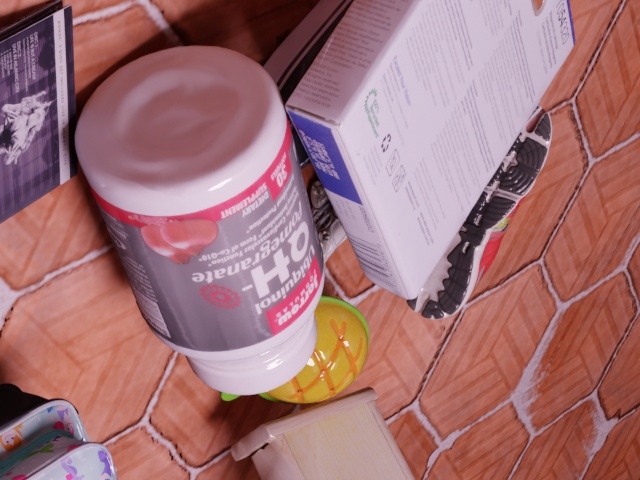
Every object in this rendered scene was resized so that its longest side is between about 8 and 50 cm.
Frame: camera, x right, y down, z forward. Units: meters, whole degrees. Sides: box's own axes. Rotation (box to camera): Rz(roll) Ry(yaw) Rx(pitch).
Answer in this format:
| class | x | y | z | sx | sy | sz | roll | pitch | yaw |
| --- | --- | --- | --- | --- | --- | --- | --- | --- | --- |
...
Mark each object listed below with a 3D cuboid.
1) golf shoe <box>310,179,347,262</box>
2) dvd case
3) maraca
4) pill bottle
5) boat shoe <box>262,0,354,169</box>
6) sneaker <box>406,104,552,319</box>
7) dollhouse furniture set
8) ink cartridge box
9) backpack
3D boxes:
| class | x | y | z | sx | sy | sz | roll | pitch | yaw |
| --- | --- | --- | --- | --- | --- | --- | --- | --- | --- |
| golf shoe | 0.000 | 0.000 | 1.643 | 0.176 | 0.069 | 0.086 | -52 | 153 | -3 |
| dvd case | -0.269 | -0.073 | 1.232 | 0.221 | 0.018 | 0.164 | -39 | 144 | -43 |
| maraca | -0.033 | 0.116 | 1.678 | 0.186 | 0.099 | 0.127 | -1 | 110 | -24 |
| pill bottle | -0.092 | -0.004 | 1.412 | 0.176 | 0.176 | 0.318 | -41 | 145 | -21 |
| boat shoe | 0.030 | -0.156 | 1.501 | 0.301 | 0.102 | 0.108 | -52 | 148 | -5 |
| sneaker | 0.178 | -0.040 | 1.831 | 0.279 | 0.107 | 0.118 | -61 | 166 | 16 |
| dollhouse furniture set | -0.058 | 0.374 | 1.780 | 0.362 | 0.256 | 0.394 | -13 | 161 | -45 |
| ink cartridge box | 0.113 | -0.155 | 1.457 | 0.330 | 0.071 | 0.324 | -58 | 153 | -18 |
| backpack | -0.271 | 0.275 | 1.364 | 0.225 | 0.191 | 0.253 | -29 | 120 | -38 |
